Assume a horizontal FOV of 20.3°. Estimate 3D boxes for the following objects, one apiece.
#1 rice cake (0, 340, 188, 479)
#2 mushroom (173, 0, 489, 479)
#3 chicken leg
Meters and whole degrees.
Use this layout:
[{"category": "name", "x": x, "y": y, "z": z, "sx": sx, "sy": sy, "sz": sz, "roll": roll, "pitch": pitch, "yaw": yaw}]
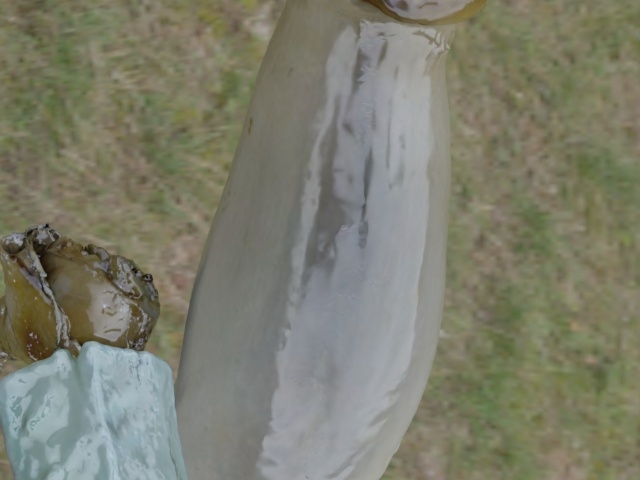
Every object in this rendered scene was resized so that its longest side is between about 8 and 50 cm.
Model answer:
[{"category": "rice cake", "x": -0.052, "y": 0.203, "z": 0.688, "sx": 0.066, "sy": 0.063, "sz": 0.336, "roll": 20, "pitch": 50, "yaw": -65}, {"category": "mushroom", "x": 0.008, "y": 0.005, "z": 1.036, "sx": 0.154, "sy": 0.137, "sz": 0.407, "roll": 16, "pitch": 118, "yaw": -1}, {"category": "chicken leg", "x": -0.183, "y": 0.051, "z": 1.168, "sx": 0.080, "sy": 0.196, "sz": 0.125, "roll": 5, "pitch": 95, "yaw": -42}]
